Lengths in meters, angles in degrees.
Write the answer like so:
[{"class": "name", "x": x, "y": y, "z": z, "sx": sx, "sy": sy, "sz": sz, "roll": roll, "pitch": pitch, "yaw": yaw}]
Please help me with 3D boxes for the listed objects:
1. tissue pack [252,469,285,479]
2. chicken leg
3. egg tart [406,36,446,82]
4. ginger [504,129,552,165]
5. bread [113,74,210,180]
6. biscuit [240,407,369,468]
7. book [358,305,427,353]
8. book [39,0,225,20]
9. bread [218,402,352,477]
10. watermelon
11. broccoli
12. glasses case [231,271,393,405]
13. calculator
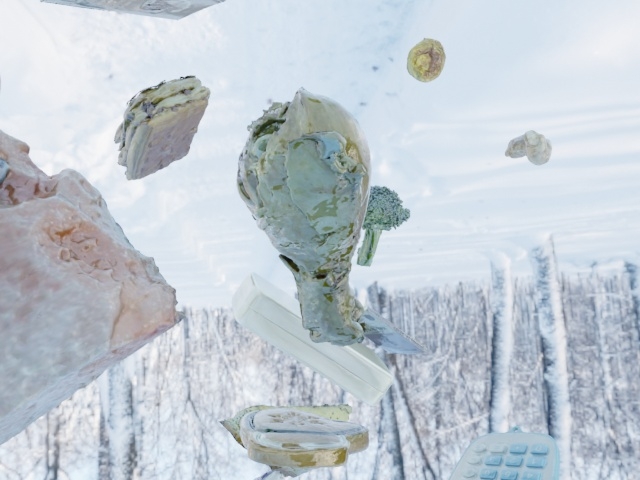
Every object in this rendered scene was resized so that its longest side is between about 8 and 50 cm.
[{"class": "tissue pack", "x": -0.244, "y": 0.830, "z": 1.639, "sx": 0.242, "sy": 0.125, "sz": 0.344, "roll": -35, "pitch": 170, "yaw": -43}, {"class": "chicken leg", "x": 0.000, "y": 0.000, "z": 0.726, "sx": 0.201, "sy": 0.429, "sz": 0.153, "roll": 17, "pitch": -133, "yaw": 29}, {"class": "egg tart", "x": 0.310, "y": -0.536, "z": 1.642, "sx": 0.130, "sy": 0.130, "sz": 0.052, "roll": -1, "pitch": -158, "yaw": -17}, {"class": "ginger", "x": 0.447, "y": -0.202, "z": 1.202, "sx": 0.089, "sy": 0.075, "sz": 0.288, "roll": -14, "pitch": -172, "yaw": 16}, {"class": "bread", "x": -0.511, "y": -0.362, "z": 1.722, "sx": 0.277, "sy": 0.167, "sz": 0.324, "roll": -41, "pitch": 172, "yaw": -42}, {"class": "biscuit", "x": -0.030, "y": 0.415, "z": 1.197, "sx": 0.287, "sy": 0.057, "sz": 0.344, "roll": 6, "pitch": 174, "yaw": -7}, {"class": "book", "x": 0.130, "y": 0.199, "z": 1.211, "sx": 0.181, "sy": 0.014, "sz": 0.127, "roll": 37, "pitch": 152, "yaw": -20}, {"class": "book", "x": -0.451, "y": -0.601, "z": 1.352, "sx": 0.371, "sy": 0.043, "sz": 0.260, "roll": -13, "pitch": -167, "yaw": -43}, {"class": "bread", "x": -0.096, "y": 0.569, "z": 1.771, "sx": 0.248, "sy": 0.315, "sz": 0.279, "roll": -38, "pitch": -173, "yaw": 48}, {"class": "watermelon", "x": -0.299, "y": 0.039, "z": 0.409, "sx": 0.302, "sy": 0.264, "sz": 0.151, "roll": -32, "pitch": 175, "yaw": 1}, {"class": "broccoli", "x": 0.112, "y": -0.022, "z": 1.196, "sx": 0.118, "sy": 0.204, "sz": 0.122, "roll": 34, "pitch": -133, "yaw": 29}, {"class": "glasses case", "x": -0.015, "y": 0.177, "z": 1.001, "sx": 0.313, "sy": 0.070, "sz": 0.131, "roll": 36, "pitch": -178, "yaw": -17}, {"class": "calculator", "x": 0.339, "y": 0.529, "z": 1.092, "sx": 0.256, "sy": 0.054, "sz": 0.386, "roll": -24, "pitch": -156, "yaw": 49}]
